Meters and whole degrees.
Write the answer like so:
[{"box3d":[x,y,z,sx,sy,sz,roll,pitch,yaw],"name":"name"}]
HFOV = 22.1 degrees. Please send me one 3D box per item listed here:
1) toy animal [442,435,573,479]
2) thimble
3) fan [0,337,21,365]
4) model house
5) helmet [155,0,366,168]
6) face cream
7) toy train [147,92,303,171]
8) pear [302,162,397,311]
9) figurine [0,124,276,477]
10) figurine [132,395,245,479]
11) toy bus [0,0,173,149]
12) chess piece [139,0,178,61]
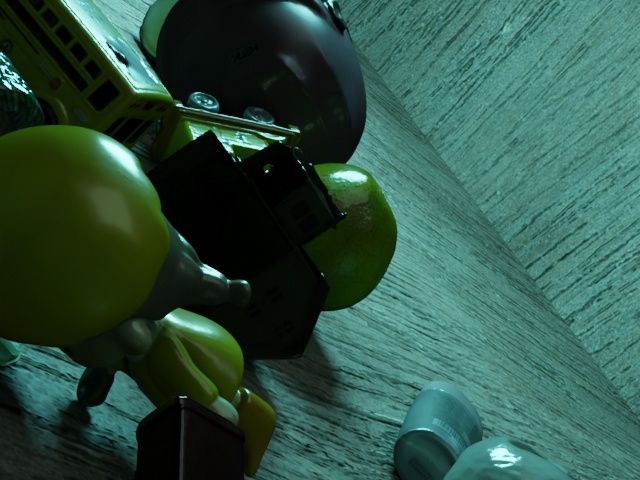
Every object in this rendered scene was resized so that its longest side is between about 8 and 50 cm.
[{"box3d":[0.227,0.317,1.775,0.265,0.206,0.271,42,16,-37],"name":"toy animal"},{"box3d":[-0.321,-0.114,1.473,0.135,0.118,0.090,5,36,-48],"name":"thimble"},{"box3d":[-0.296,0.031,1.371,0.131,0.009,0.240,40,14,-39],"name":"fan"},{"box3d":[-0.064,0.018,1.796,0.211,0.204,0.243,55,-2,31],"name":"model house"},{"box3d":[-0.066,-0.192,2.216,0.338,0.271,0.197,60,6,-59],"name":"helmet"},{"box3d":[0.150,0.244,2.027,0.107,0.073,0.269,52,13,1],"name":"face cream"},{"box3d":[-0.117,-0.112,2.057,0.219,0.089,0.127,11,32,-25],"name":"toy train"},{"box3d":[0.000,0.001,2.013,0.198,0.198,0.198,44,13,-13],"name":"pear"},{"box3d":[-0.167,0.051,1.339,0.215,0.187,0.343,21,-21,45],"name":"figurine"},{"box3d":[-0.117,0.207,1.251,0.082,0.098,0.154,39,40,-43],"name":"figurine"},{"box3d":[-0.314,-0.227,1.755,0.331,0.151,0.145,50,15,10],"name":"toy bus"},{"box3d":[-0.159,-0.272,2.501,0.133,0.133,0.243,57,9,36],"name":"chess piece"}]
